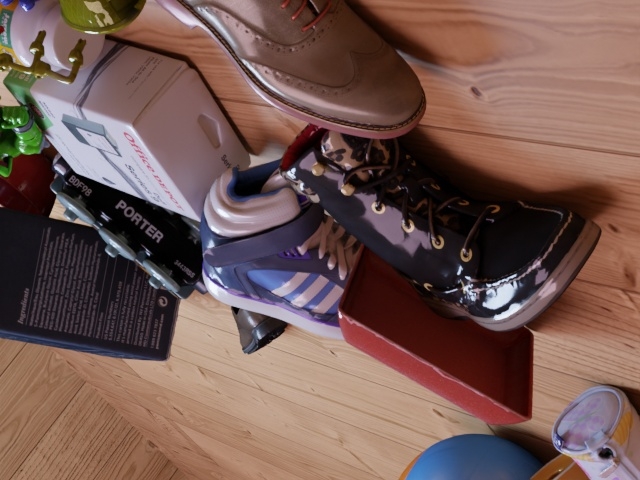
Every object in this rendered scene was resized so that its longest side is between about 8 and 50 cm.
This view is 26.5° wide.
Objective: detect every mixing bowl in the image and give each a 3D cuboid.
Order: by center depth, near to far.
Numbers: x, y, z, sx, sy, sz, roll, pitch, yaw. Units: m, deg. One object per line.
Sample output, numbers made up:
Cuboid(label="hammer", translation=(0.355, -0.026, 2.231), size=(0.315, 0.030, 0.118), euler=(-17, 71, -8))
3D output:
Cuboid(label="mixing bowl", translation=(-0.544, -0.118, 2.477), size=(0.181, 0.098, 0.181), euler=(31, 161, 12))

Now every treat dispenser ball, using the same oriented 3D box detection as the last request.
Cuboid(label="treat dispenser ball", translation=(0.249, 0.452, 2.163), size=(0.288, 0.288, 0.288), euler=(32, 160, 13))

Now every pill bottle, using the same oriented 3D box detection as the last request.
Cuboid(label="pill bottle", translation=(-0.384, -0.287, 1.796), size=(0.208, 0.117, 0.117), euler=(21, 155, 37))

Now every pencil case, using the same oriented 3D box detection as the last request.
Cuboid(label="pencil case", translation=(0.426, 0.311, 1.803), size=(0.273, 0.113, 0.124), euler=(45, -179, -26))

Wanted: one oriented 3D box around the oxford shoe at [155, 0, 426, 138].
Cuboid(label="oxford shoe", translation=(-0.040, -0.227, 1.356), size=(0.348, 0.123, 0.130), euler=(33, 155, 6))

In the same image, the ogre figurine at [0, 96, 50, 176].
Cuboid(label="ogre figurine", translation=(-0.474, -0.151, 1.919), size=(0.197, 0.097, 0.118), euler=(-23, 150, 16))

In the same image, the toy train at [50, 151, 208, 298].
Cuboid(label="toy train", translation=(-0.306, -0.029, 2.242), size=(0.334, 0.142, 0.190), euler=(39, 170, -8))

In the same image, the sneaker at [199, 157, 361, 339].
Cuboid(label="sneaker", translation=(0.000, 0.000, 1.794), size=(0.322, 0.130, 0.236), euler=(11, 134, 1))

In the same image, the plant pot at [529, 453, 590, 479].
Cuboid(label="plant pot", translation=(0.398, 0.410, 1.992), size=(0.188, 0.205, 0.205), euler=(53, 160, 2))

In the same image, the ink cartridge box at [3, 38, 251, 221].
Cuboid(label="ink cartridge box", translation=(-0.265, -0.164, 1.867), size=(0.289, 0.121, 0.211), euler=(20, 155, 40))

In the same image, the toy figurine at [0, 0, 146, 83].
Cuboid(label="toy figurine", translation=(-0.404, -0.345, 1.614), size=(0.362, 0.191, 0.217), euler=(19, 149, 37))

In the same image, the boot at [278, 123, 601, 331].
Cuboid(label="boot", translation=(0.117, -0.039, 1.500), size=(0.284, 0.138, 0.377), euler=(40, 169, -12))

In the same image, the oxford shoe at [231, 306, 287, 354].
Cuboid(label="oxford shoe", translation=(-0.114, 0.140, 2.403), size=(0.096, 0.083, 0.227), euler=(54, 162, 8))

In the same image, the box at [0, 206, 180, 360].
Cuboid(label="box", translation=(-0.484, 0.081, 2.436), size=(0.395, 0.212, 0.293), euler=(13, 171, -27))

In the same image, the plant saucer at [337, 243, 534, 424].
Cuboid(label="plant saucer", translation=(0.139, 0.116, 1.672), size=(0.259, 0.048, 0.258), euler=(31, -158, -2))
